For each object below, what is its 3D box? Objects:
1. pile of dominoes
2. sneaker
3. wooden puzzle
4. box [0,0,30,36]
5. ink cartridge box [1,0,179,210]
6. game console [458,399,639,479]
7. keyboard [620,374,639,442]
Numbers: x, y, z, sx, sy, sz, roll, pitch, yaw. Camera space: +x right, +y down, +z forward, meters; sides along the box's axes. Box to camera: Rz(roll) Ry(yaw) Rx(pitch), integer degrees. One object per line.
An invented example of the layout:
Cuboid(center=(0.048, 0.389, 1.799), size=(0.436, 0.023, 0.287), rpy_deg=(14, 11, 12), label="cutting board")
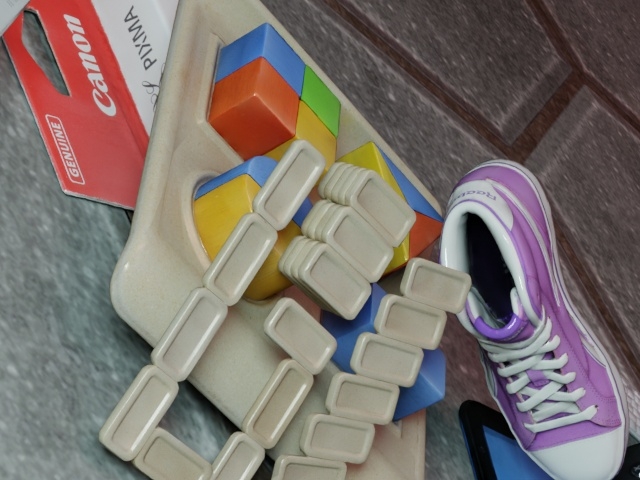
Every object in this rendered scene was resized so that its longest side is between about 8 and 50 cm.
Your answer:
Cuboid(center=(-0.022, 0.071, 1.226), size=(0.040, 0.251, 0.196), rpy_deg=(17, -21, 51), label="pile of dominoes")
Cuboid(center=(0.156, 0.087, 1.442), size=(0.282, 0.102, 0.161), rpy_deg=(66, 19, -10), label="sneaker")
Cuboid(center=(0.000, 0.000, 1.361), size=(0.322, 0.080, 0.348), rpy_deg=(47, 34, -30), label="wooden puzzle")
Cuboid(center=(-0.265, -0.155, 1.227), size=(0.101, 0.087, 0.102), rpy_deg=(45, 24, -13), label="box")
Cuboid(center=(-0.136, -0.142, 1.460), size=(0.261, 0.066, 0.296), rpy_deg=(17, 41, -52), label="ink cartridge box")
Cuboid(center=(0.276, 0.246, 1.519), size=(0.173, 0.250, 0.293), rpy_deg=(65, 9, -45), label="game console")
Cuboid(center=(0.386, 0.237, 1.898), size=(0.256, 0.014, 0.072), rpy_deg=(42, 26, -19), label="keyboard")
